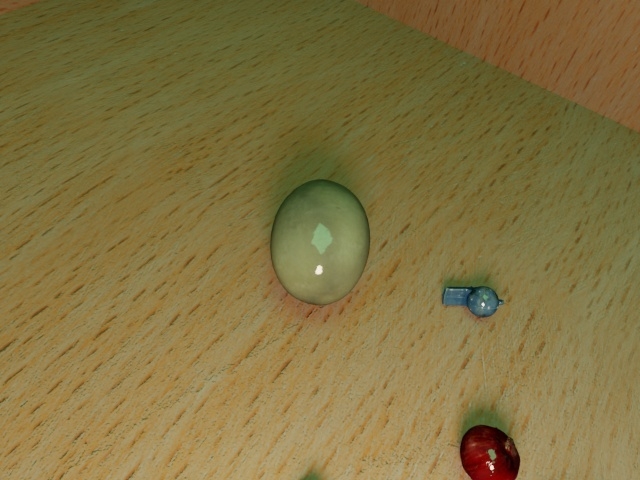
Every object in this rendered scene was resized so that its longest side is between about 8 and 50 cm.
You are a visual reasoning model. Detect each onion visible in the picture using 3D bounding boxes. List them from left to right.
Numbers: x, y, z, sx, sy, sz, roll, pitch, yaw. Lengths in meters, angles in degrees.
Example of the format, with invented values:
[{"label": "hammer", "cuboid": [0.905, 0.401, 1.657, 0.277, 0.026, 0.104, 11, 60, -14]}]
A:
[{"label": "onion", "cuboid": [0.355, 0.452, 1.119, 0.131, 0.131, 0.131, 5, 49, -6]}]

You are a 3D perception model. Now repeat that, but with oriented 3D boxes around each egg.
[{"label": "egg", "cuboid": [0.000, 0.000, 1.351, 0.258, 0.258, 0.352, 9, 44, -3]}]

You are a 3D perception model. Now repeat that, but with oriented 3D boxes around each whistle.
[{"label": "whistle", "cuboid": [0.409, 0.161, 1.402, 0.157, 0.090, 0.090, 1, 50, -10]}]
